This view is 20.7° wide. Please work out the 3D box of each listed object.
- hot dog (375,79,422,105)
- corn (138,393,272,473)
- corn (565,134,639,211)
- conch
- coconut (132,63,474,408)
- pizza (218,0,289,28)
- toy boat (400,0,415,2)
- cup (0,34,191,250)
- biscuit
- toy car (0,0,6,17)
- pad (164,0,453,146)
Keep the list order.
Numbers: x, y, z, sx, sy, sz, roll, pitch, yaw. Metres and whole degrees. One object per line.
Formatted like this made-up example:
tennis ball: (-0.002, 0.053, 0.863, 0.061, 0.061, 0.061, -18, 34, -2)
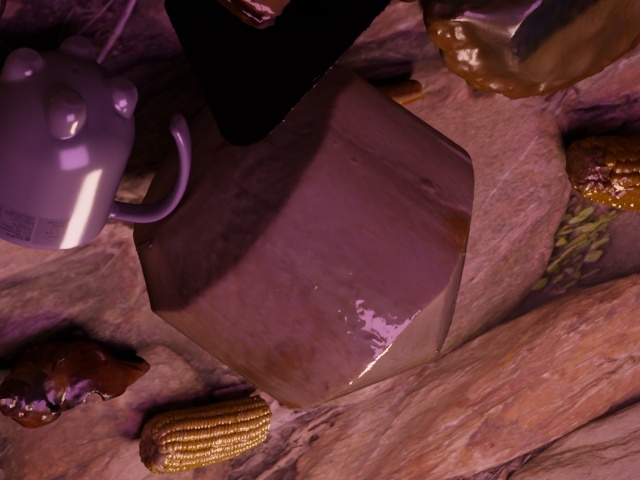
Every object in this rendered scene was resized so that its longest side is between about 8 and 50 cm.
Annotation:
hot dog: (0.042, -0.136, 1.732, 0.137, 0.028, 0.044, -17, 171, -22)
corn: (-0.132, 0.224, 2.036, 0.165, 0.063, 0.085, -12, 119, -35)
corn: (0.384, -0.079, 2.069, 0.261, 0.097, 0.097, 4, 133, -44)
conch: (-0.255, 0.136, 1.788, 0.232, 0.086, 0.080, -22, 109, -43)
coconut: (0.000, 0.000, 1.600, 0.323, 0.323, 0.323, -24, 148, -16)
pizza: (0.006, -0.397, 1.214, 0.406, 0.130, 0.440, -29, 131, -12)
toy boat: (0.131, -0.284, 1.559, 0.185, 0.077, 0.075, -31, 147, -1)
cup: (-0.205, -0.077, 1.448, 0.134, 0.173, 0.142, -42, 163, -51)
biscuit: (0.270, -0.258, 1.729, 0.335, 0.078, 0.329, -45, 152, 24)
toy car: (-0.310, -0.249, 1.117, 0.270, 0.180, 0.212, -11, 133, -32)
pad: (0.048, -0.229, 1.326, 0.063, 0.315, 0.375, 25, 119, -39)
